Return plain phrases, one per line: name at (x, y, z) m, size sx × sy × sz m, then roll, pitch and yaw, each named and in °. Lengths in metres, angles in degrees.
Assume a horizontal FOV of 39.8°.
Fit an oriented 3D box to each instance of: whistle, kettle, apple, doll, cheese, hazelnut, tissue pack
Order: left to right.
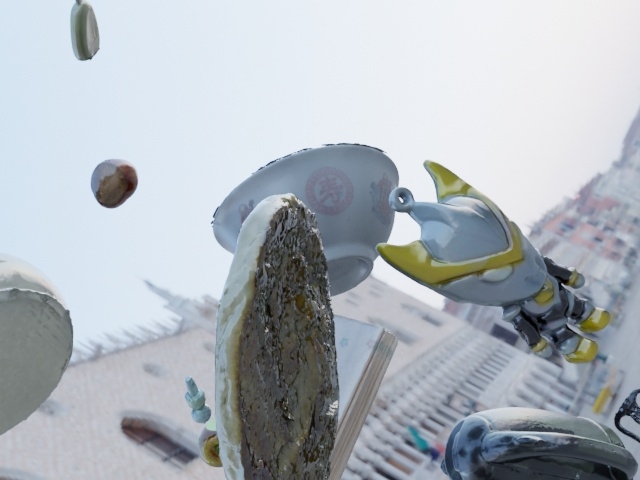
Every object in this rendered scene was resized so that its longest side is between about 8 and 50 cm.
cheese at (-0.484, -0.466, 1.793) m, size 0.097 × 0.037 × 0.192 m, roll -78°, pitch -9°, yaw -55°
hazelnut at (-0.342, -0.097, 1.471) m, size 0.086 × 0.086 × 0.086 m, roll -53°, pitch -20°, yaw -30°
whistle at (-0.209, 0.272, 1.494) m, size 0.035 × 0.035 × 0.100 m, roll -46°, pitch -49°, yaw -43°
apple at (-0.209, 0.439, 1.912) m, size 0.102 × 0.114 × 0.099 m, roll -52°, pitch -46°, yaw -67°
tissue pack at (-0.018, 0.268, 1.323) m, size 0.071 × 0.170 × 0.325 m, roll 42°, pitch -114°, yaw -40°
doll at (0.211, 0.036, 1.078) m, size 0.145 × 0.316 × 0.103 m, roll -54°, pitch 10°, yaw -3°
kettle at (0.397, 0.403, 1.593) m, size 0.321 × 0.324 × 0.228 m, roll -31°, pitch 48°, yaw 55°

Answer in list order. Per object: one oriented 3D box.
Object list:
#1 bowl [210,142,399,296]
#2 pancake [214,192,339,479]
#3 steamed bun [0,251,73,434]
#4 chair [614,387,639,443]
bowl at (0.000, 0.000, 1.518) m, size 0.345 × 0.157 × 0.345 m, roll -16°, pitch -27°, yaw -9°
pancake at (-0.035, 0.127, 0.959) m, size 0.356 × 0.065 × 0.356 m, roll -3°, pitch -90°, yaw -71°
steamed bun at (-0.633, 0.177, 1.553) m, size 0.374 × 0.241 × 0.374 m, roll -32°, pitch -40°, yaw -31°
chair at (0.694, 0.384, 1.701) m, size 0.113 × 0.229 × 0.106 m, roll 15°, pitch -70°, yaw -52°
